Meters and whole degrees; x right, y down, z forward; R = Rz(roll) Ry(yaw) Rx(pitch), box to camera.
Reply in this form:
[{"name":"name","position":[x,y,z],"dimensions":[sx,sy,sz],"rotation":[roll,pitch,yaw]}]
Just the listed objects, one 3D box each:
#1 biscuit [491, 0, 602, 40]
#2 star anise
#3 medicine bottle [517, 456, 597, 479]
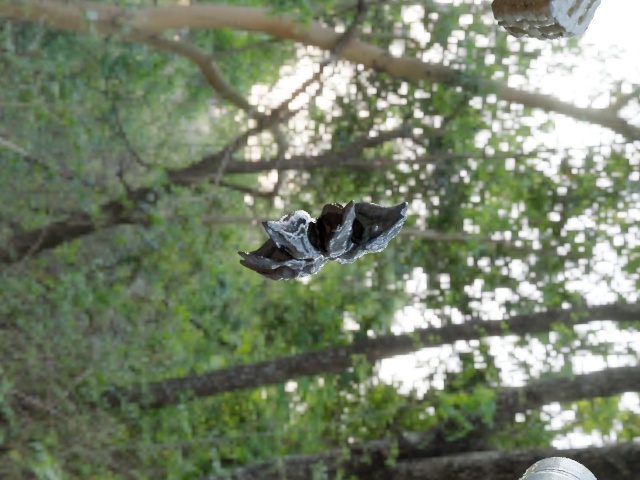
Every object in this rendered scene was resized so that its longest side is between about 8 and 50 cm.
[{"name":"biscuit","position":[0.244,-0.289,0.982],"dimensions":[0.239,0.061,0.108],"rotation":[-58,-157,-3]},{"name":"star anise","position":[0.000,0.000,1.200],"dimensions":[0.180,0.204,0.061],"rotation":[60,17,-73]},{"name":"medicine bottle","position":[0.167,0.215,0.805],"dimensions":[0.130,0.080,0.080],"rotation":[-29,124,-65]}]
